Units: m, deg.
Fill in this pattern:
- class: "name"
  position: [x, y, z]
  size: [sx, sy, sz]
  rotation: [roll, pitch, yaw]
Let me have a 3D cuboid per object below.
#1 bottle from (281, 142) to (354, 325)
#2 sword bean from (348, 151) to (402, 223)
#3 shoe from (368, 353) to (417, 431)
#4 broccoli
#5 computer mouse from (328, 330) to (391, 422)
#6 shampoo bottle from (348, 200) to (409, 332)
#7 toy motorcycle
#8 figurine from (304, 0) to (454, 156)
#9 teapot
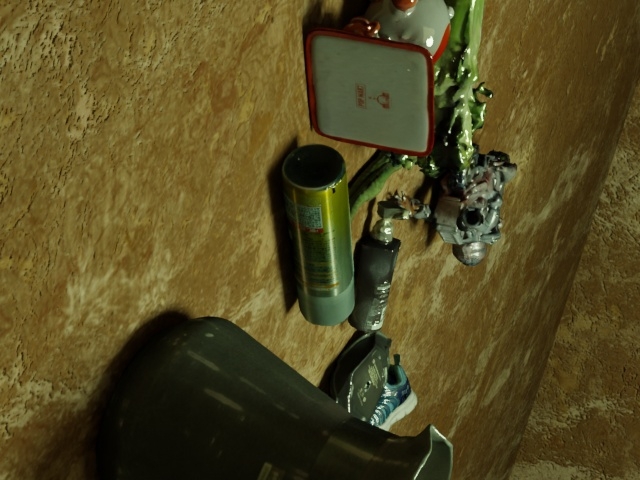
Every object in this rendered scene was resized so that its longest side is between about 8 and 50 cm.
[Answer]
- class: "bottle"
  position: [0.000, 0.000, 1.733]
  size: [0.082, 0.082, 0.286]
  rotation: [-56, 156, -33]
- class: "sword bean"
  position: [0.071, -0.077, 1.896]
  size: [0.269, 0.043, 0.038]
  rotation: [-49, 158, -45]
- class: "shoe"
  position: [0.083, 0.263, 2.224]
  size: [0.207, 0.091, 0.106]
  rotation: [-32, 113, -51]
- class: "broccoli"
  position: [0.169, -0.239, 1.813]
  size: [0.165, 0.145, 0.304]
  rotation: [-60, 167, -59]
- class: "computer mouse"
  position: [0.057, 0.221, 2.120]
  size: [0.192, 0.062, 0.106]
  rotation: [-55, 136, -46]
- class: "shampoo bottle"
  position: [0.088, 0.038, 2.024]
  size: [0.057, 0.063, 0.208]
  rotation: [-55, 158, -62]
- class: "toy motorcycle"
  position: [0.233, -0.061, 2.209]
  size: [0.401, 0.134, 0.207]
  rotation: [2, 101, -70]
- class: "figurine"
  position: [0.096, -0.256, 1.669]
  size: [0.183, 0.160, 0.226]
  rotation: [86, 22, -50]
- class: "teapot"
  position: [-0.057, 0.268, 1.471]
  size: [0.253, 0.344, 0.300]
  rotation: [-7, 116, -66]
